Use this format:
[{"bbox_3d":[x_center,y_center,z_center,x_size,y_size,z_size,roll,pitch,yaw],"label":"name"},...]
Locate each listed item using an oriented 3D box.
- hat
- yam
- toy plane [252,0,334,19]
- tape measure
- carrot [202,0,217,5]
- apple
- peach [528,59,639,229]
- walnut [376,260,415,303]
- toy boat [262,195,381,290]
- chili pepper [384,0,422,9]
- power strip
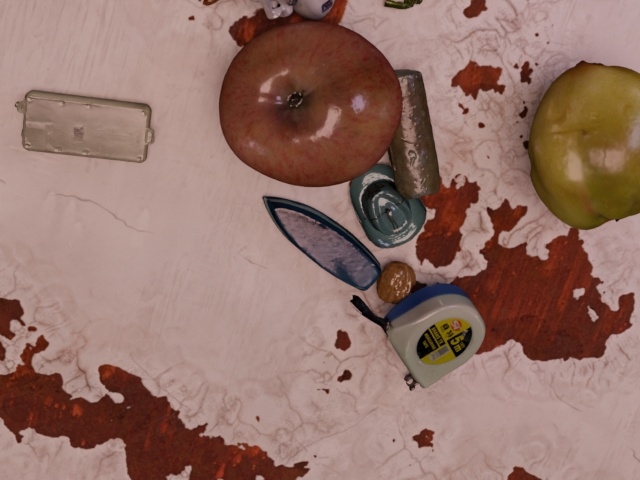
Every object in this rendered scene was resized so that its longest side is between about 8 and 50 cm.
[{"bbox_3d":[0.140,-0.063,2.025,0.138,0.078,0.191,-34,107,6],"label":"hat"},{"bbox_3d":[0.178,-0.219,1.971,0.106,0.106,0.259,-12,108,-3],"label":"yam"},{"bbox_3d":[-0.048,-0.526,1.836,0.244,0.117,0.245,-19,119,-38],"label":"toy plane"},{"bbox_3d":[0.208,0.155,2.038,0.215,0.098,0.351,-32,132,3],"label":"tape measure"},{"bbox_3d":[-0.158,-0.499,1.883,0.165,0.036,0.036,-34,107,5],"label":"carrot"},{"bbox_3d":[-0.024,-0.250,1.828,0.344,0.269,0.345,5,111,14],"label":"apple"},{"bbox_3d":[0.557,-0.183,1.923,0.281,0.314,0.316,-5,84,27],"label":"peach"},{"bbox_3d":[0.161,0.089,2.075,0.079,0.082,0.096,3,119,-49],"label":"walnut"},{"bbox_3d":[0.000,0.000,2.036,0.299,0.062,0.096,36,100,-15],"label":"toy boat"},{"bbox_3d":[0.167,-0.472,1.936,0.083,0.022,0.027,-7,109,0],"label":"chili pepper"},{"bbox_3d":[-0.462,-0.223,1.923,0.270,0.046,0.118,6,108,-10],"label":"power strip"}]
